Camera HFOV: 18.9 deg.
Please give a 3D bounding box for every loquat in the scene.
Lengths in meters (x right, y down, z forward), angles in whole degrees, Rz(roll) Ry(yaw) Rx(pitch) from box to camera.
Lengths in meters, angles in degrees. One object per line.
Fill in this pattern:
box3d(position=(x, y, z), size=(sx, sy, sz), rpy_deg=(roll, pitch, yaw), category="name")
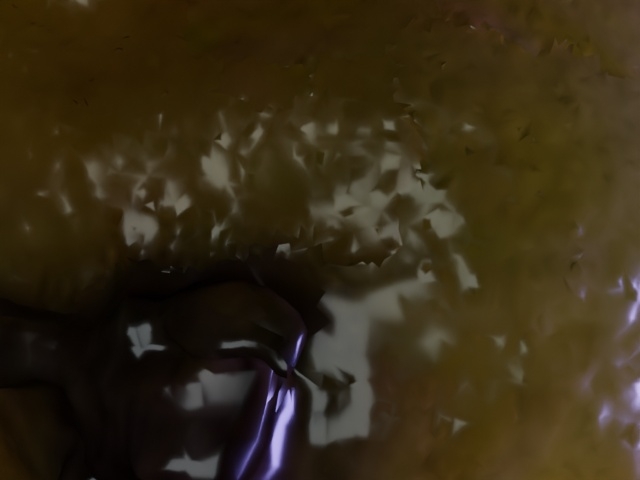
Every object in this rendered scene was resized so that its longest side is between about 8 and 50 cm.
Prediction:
box3d(position=(0.000, 0.000, 0.439), size=(0.244, 0.244, 0.244), rpy_deg=(5, 109, 14), category="loquat")
